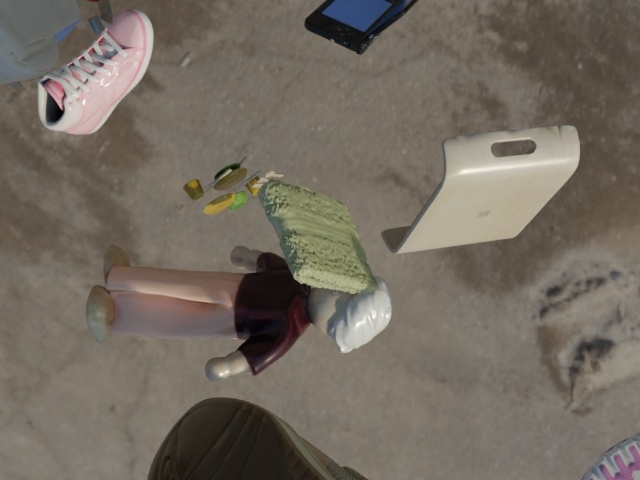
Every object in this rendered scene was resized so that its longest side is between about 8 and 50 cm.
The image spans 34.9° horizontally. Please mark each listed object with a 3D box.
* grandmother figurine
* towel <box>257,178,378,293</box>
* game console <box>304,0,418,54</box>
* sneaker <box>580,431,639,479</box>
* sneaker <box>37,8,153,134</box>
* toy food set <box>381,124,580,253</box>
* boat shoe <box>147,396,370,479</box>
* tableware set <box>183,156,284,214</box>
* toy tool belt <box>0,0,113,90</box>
[{"bbox_3d":[-0.089,0.076,1.168,0.342,0.208,0.104,1,143,8],"label":"grandmother figurine"},{"bbox_3d":[0.000,0.000,0.967,0.027,0.110,0.148,-32,158,23],"label":"towel"},{"bbox_3d":[0.058,-0.254,1.054,0.107,0.122,0.071,27,137,14],"label":"game console"},{"bbox_3d":[0.361,0.223,1.049,0.095,0.236,0.104,61,165,5],"label":"sneaker"},{"bbox_3d":[-0.204,-0.148,0.905,0.051,0.070,0.134,46,115,16],"label":"sneaker"},{"bbox_3d":[0.241,-0.081,1.594,0.219,0.092,0.306,-7,155,-18],"label":"toy food set"},{"bbox_3d":[-0.002,0.182,0.605,0.098,0.109,0.302,41,164,-36],"label":"boat shoe"},{"bbox_3d":[-0.120,-0.069,1.302,0.104,0.154,0.024,-36,77,22],"label":"tableware set"},{"bbox_3d":[-0.123,-0.085,0.394,0.051,0.083,0.052,-17,113,27],"label":"toy tool belt"}]
